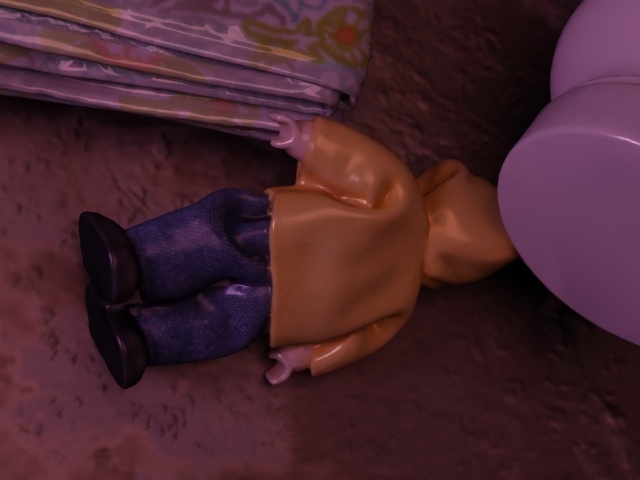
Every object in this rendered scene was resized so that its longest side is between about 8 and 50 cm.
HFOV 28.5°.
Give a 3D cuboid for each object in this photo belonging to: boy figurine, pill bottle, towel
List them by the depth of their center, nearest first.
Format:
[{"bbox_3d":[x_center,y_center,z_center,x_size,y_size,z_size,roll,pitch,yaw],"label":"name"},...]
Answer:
[{"bbox_3d":[0.000,0.000,0.777,0.285,0.092,0.177,-14,117,-20],"label":"boy figurine"},{"bbox_3d":[0.294,-0.126,0.801,0.229,0.229,0.407,45,62,-3],"label":"pill bottle"},{"bbox_3d":[-0.121,-0.254,0.801,0.321,0.090,0.374,9,70,-17],"label":"towel"}]
